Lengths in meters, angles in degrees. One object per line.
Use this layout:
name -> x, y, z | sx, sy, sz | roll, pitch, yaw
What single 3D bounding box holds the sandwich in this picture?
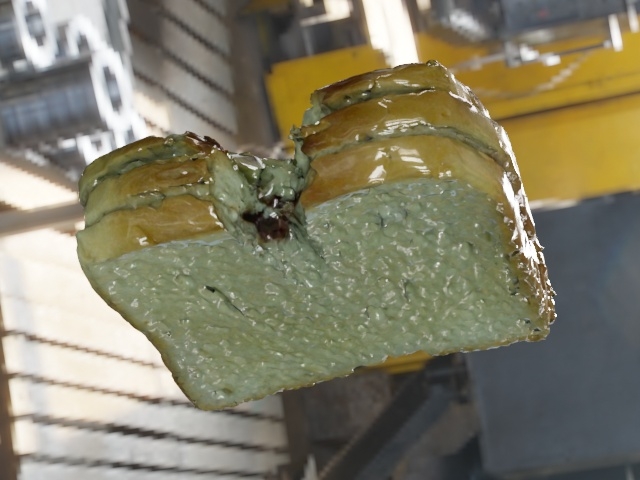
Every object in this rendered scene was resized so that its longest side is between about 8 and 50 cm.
sandwich -> 0.000, 0.001, 0.991 | 0.249, 0.273, 0.095 | 58, 21, -54
